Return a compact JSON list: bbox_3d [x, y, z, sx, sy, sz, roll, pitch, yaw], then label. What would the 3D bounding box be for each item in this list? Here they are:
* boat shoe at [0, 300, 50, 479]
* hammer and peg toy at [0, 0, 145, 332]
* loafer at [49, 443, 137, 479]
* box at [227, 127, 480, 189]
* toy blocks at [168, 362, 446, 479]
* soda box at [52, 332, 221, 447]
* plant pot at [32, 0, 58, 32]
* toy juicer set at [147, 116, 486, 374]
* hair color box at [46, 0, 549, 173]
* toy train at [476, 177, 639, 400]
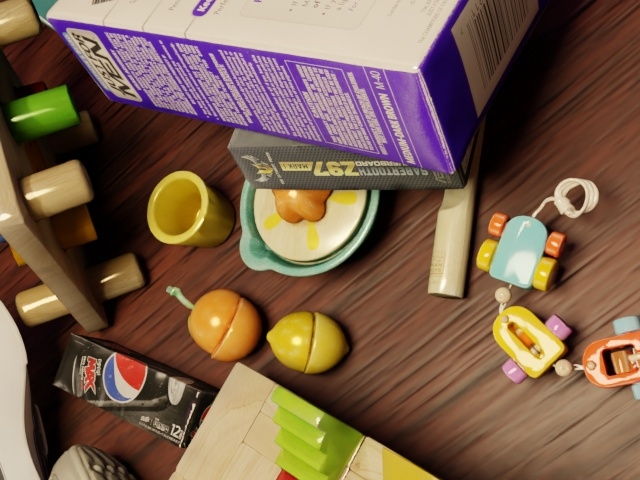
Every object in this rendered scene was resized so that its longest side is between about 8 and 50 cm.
[{"bbox_3d":[-0.310,0.185,0.829,0.108,0.102,0.301,-20,87,-20],"label":"boat shoe"},{"bbox_3d":[-0.287,-0.108,0.842,0.127,0.266,0.361,-20,65,-6],"label":"hammer and peg toy"},{"bbox_3d":[-0.157,0.321,0.731,0.111,0.112,0.319,-37,63,7],"label":"loafer"},{"bbox_3d":[0.047,-0.147,0.716,0.183,0.059,0.233,2,55,24],"label":"box"},{"bbox_3d":[-0.007,0.261,0.594,0.381,0.190,0.261,21,78,44],"label":"toy blocks"},{"bbox_3d":[-0.165,0.138,0.810,0.169,0.060,0.053,16,85,31],"label":"soda box"},{"bbox_3d":[-0.201,-0.351,0.852,0.271,0.272,0.255,25,76,31],"label":"plant pot"},{"bbox_3d":[0.000,0.000,0.737,0.329,0.089,0.209,-19,69,24],"label":"toy juicer set"},{"bbox_3d":[-0.020,-0.179,0.659,0.338,0.110,0.185,17,64,32],"label":"hair color box"},{"bbox_3d":[0.187,0.045,0.651,0.125,0.046,0.166,-22,71,21],"label":"toy train"}]
